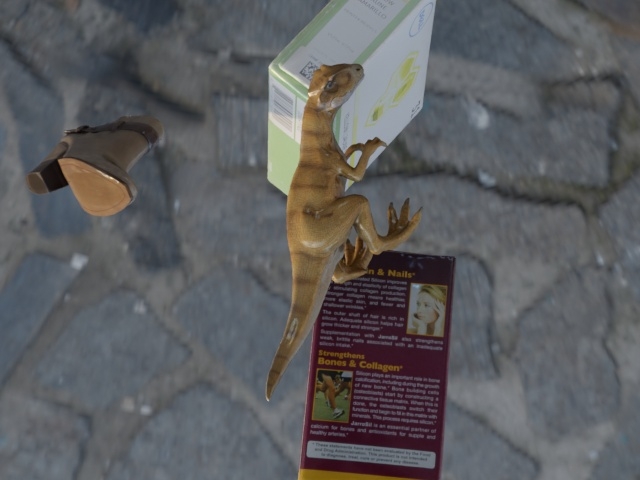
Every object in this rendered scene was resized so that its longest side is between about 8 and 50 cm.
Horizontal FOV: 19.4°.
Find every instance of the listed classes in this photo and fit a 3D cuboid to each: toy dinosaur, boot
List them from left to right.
[{"bbox_3d":[-0.135,-0.055,1.226,0.118,0.087,0.042,10,125,43],"label":"boot"},{"bbox_3d":[0.000,0.000,1.141,0.112,0.064,0.212,16,76,-44],"label":"toy dinosaur"}]

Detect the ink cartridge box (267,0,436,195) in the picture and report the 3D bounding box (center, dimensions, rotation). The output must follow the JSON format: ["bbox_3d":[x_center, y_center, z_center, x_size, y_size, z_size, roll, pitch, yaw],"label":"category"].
[{"bbox_3d":[0.054,-0.144,1.282,0.056,0.171,0.235,38,70,14],"label":"ink cartridge box"}]

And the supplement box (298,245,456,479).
[{"bbox_3d":[0.042,0.106,1.394,0.104,0.081,0.188,5,68,2],"label":"supplement box"}]
